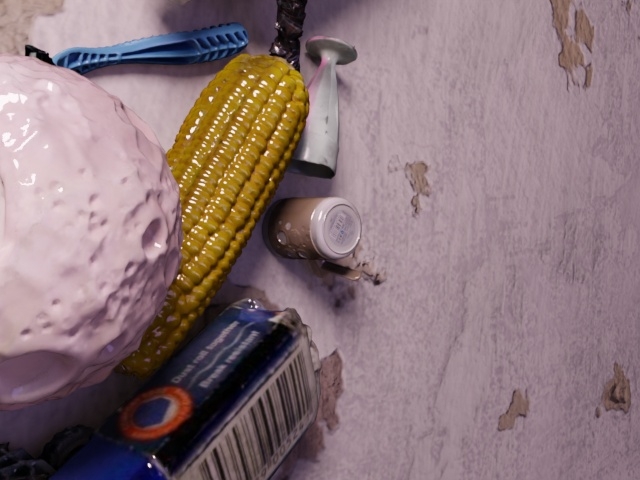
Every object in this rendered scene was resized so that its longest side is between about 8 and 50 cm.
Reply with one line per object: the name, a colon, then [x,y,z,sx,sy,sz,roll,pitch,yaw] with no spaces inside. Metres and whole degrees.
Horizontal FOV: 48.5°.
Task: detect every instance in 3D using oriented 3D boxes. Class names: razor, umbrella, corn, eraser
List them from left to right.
razor: [-0.174,-0.183,0.700,0.253,0.042,0.082,-26,149,-38]
eraser: [-0.121,0.203,0.665,0.332,0.102,0.155,-43,134,-44]
corn: [-0.117,-0.034,0.704,0.120,0.120,0.363,38,72,-34]
umbrella: [-0.036,-0.213,0.767,0.037,0.144,0.040,19,55,5]

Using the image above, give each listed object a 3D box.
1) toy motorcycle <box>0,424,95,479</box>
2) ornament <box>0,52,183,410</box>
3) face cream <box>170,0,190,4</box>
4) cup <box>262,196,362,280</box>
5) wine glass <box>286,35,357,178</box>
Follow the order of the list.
toy motorcycle: [-0.278,0.240,0.595,0.229,0.094,0.129,-7,100,-53]
ornament: [-0.228,-0.003,0.526,0.225,0.259,0.259,29,67,-78]
face cream: [-0.052,-0.343,0.733,0.370,0.145,0.145,-43,117,-31]
cup: [-0.006,0.001,0.807,0.074,0.099,0.102,-15,100,-39]
wine glass: [-0.005,-0.154,0.828,0.073,0.073,0.155,20,75,-39]
